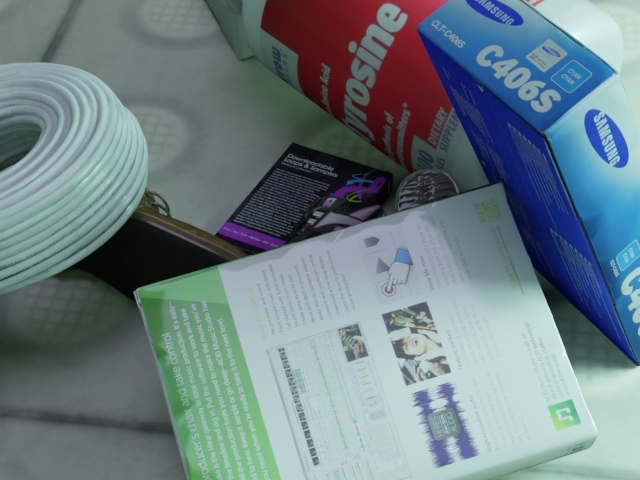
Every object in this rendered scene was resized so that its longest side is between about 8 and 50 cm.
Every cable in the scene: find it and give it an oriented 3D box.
[{"bbox_3d":[-0.284,-0.062,1.315,0.257,0.089,0.257,-14,40,9],"label":"cable"}]

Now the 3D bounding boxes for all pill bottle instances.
[{"bbox_3d":[0.074,-0.217,1.440,0.408,0.229,0.229,38,57,25],"label":"pill bottle"}]

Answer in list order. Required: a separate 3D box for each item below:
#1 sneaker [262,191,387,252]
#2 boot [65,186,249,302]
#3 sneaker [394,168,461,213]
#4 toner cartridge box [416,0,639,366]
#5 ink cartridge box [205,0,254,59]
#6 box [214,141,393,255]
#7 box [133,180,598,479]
[{"bbox_3d":[0.000,0.000,1.332,0.178,0.072,0.077,-12,69,-50],"label":"sneaker"},{"bbox_3d":[-0.170,-0.013,1.378,0.305,0.112,0.115,18,40,26],"label":"boot"},{"bbox_3d":[0.112,0.058,1.302,0.083,0.118,0.222,-1,72,17],"label":"sneaker"},{"bbox_3d":[0.203,-0.048,1.202,0.075,0.348,0.165,-40,50,-5],"label":"toner cartridge box"},{"bbox_3d":[-0.023,-0.306,1.684,0.208,0.087,0.153,-17,45,-14],"label":"ink cartridge box"},{"bbox_3d":[-0.015,-0.026,1.430,0.116,0.029,0.162,19,49,22],"label":"box"},{"bbox_3d":[0.033,0.104,1.186,0.322,0.058,0.232,-16,68,-5],"label":"box"}]
